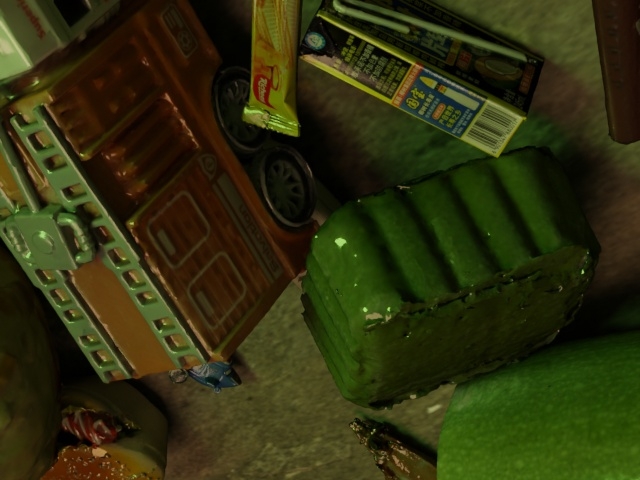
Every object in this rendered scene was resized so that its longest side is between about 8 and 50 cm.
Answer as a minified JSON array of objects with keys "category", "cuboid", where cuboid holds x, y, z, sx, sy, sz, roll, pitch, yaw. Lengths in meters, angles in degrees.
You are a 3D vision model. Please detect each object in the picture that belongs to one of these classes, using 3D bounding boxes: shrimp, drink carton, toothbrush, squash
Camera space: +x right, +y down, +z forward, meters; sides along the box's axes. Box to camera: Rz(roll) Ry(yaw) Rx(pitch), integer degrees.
[{"category":"shrimp","cuboid":[0.095,0.248,1.382,0.091,0.043,0.184,-18,127,43]},{"category":"drink carton","cuboid":[0.073,-0.132,0.940,0.166,0.071,0.056,26,137,-5]},{"category":"toothbrush","cuboid":[0.184,-0.205,0.829,0.041,0.041,0.364,3,137,23]},{"category":"squash","cuboid":[0.315,0.189,1.035,0.384,0.263,0.263,-13,129,36]}]

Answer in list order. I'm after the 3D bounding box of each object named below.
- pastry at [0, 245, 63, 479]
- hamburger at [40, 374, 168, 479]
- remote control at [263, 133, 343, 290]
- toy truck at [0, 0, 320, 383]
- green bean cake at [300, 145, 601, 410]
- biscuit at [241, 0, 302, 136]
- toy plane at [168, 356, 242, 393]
[{"category":"pastry","cuboid":[-0.432,0.130,1.291,0.389,0.312,0.388,9,128,12]},{"category":"hamburger","cuboid":[-0.272,0.228,1.478,0.210,0.116,0.173,-8,134,33]},{"category":"remote control","cuboid":[0.000,0.001,1.142,0.090,0.049,0.230,-18,125,38]},{"category":"toy truck","cuboid":[-0.170,-0.089,0.963,0.173,0.207,0.387,-14,117,36]},{"category":"green bean cake","cuboid":[0.098,0.035,1.007,0.214,0.113,0.200,-19,154,-11]},{"category":"biscuit","cuboid":[-0.028,-0.193,0.871,0.048,0.026,0.292,25,135,22]},{"category":"toy plane","cuboid":[-0.147,0.101,1.333,0.167,0.054,0.062,34,114,-15]}]
